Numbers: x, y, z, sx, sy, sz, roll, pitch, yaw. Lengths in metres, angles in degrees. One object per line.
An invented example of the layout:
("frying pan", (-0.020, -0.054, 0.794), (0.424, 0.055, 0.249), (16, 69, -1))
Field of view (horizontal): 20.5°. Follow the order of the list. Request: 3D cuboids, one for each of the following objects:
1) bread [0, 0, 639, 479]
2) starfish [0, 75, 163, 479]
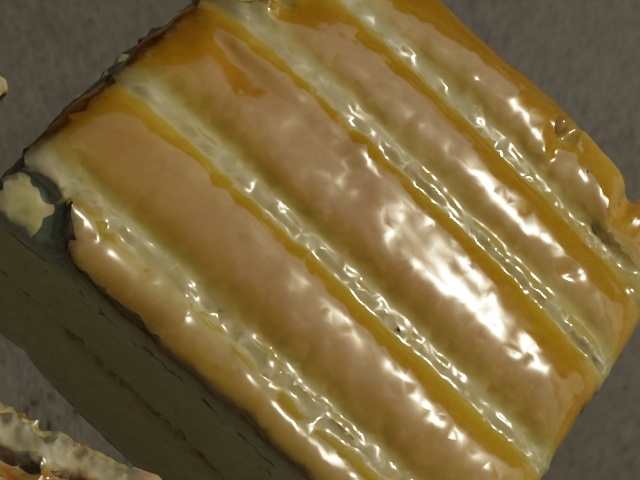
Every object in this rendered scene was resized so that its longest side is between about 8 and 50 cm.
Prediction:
("bread", (0.000, 0.000, 0.737), (0.246, 0.111, 0.239), (43, 52, -3))
("starfish", (-0.158, 0.006, 0.455), (0.295, 0.048, 0.231), (10, 38, 0))
